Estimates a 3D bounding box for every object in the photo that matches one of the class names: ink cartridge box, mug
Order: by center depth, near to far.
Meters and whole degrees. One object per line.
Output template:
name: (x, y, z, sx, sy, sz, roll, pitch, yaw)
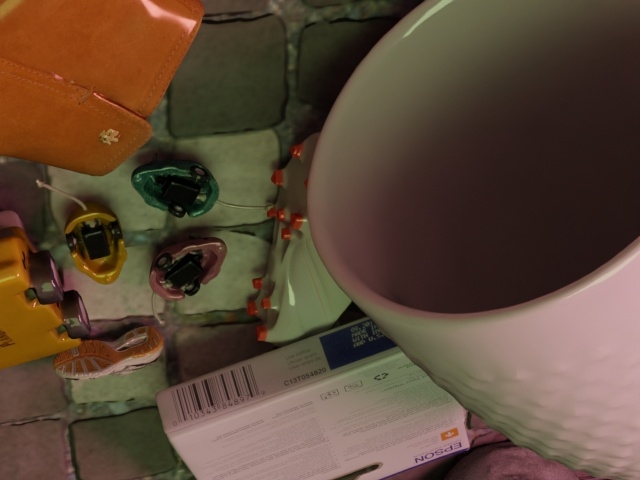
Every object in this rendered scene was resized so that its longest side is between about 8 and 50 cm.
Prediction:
mug: (0.216, -0.026, 0.891, 0.374, 0.276, 0.328, -57, 134, -13)
ink cartridge box: (0.003, 0.143, 1.060, 0.223, 0.045, 0.224, -20, 148, -2)

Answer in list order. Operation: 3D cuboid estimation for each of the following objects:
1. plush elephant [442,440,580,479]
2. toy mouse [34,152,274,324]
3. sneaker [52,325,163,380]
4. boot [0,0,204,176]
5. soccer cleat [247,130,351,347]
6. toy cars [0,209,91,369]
plush elephant: (0.201, 0.307, 1.124, 0.272, 0.255, 0.330, 6, 124, -21)
toy mouse: (-0.104, -0.012, 0.934, 0.143, 0.031, 0.161, -19, 130, -2)
sneaker: (-0.157, 0.091, 0.991, 0.083, 0.032, 0.037, -12, 149, -19)
boot: (-0.224, -0.075, 0.808, 0.211, 0.104, 0.295, 28, 120, -39)
soccer cleat: (0.000, 0.000, 0.958, 0.076, 0.068, 0.196, -3, 134, -21)
toy cars: (-0.291, 0.023, 0.815, 0.176, 0.087, 0.394, -31, 159, 35)
